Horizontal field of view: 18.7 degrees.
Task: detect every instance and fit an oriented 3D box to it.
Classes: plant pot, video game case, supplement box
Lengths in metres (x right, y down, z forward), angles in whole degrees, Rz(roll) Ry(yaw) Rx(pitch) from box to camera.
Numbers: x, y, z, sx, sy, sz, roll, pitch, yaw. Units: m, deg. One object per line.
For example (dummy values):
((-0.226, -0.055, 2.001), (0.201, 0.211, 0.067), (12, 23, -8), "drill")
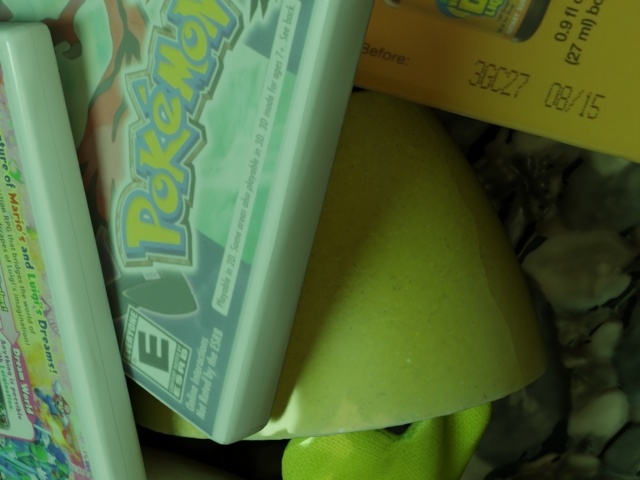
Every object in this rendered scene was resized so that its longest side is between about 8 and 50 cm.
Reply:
((0.000, 0.000, 0.613), (0.134, 0.134, 0.095), (-8, 99, -1), "plant pot")
((-0.116, 0.011, 0.588), (0.143, 0.019, 0.157), (6, 112, 43), "video game case")
((0.064, -0.080, 0.593), (0.233, 0.080, 0.078), (14, 117, -15), "supplement box")
((-0.065, -0.071, 0.544), (0.023, 0.183, 0.201), (-19, 133, -45), "video game case")

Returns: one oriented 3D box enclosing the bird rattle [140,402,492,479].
((-0.024, 0.135, 0.689), (0.207, 0.143, 0.253), (20, 154, 10), "bird rattle")
